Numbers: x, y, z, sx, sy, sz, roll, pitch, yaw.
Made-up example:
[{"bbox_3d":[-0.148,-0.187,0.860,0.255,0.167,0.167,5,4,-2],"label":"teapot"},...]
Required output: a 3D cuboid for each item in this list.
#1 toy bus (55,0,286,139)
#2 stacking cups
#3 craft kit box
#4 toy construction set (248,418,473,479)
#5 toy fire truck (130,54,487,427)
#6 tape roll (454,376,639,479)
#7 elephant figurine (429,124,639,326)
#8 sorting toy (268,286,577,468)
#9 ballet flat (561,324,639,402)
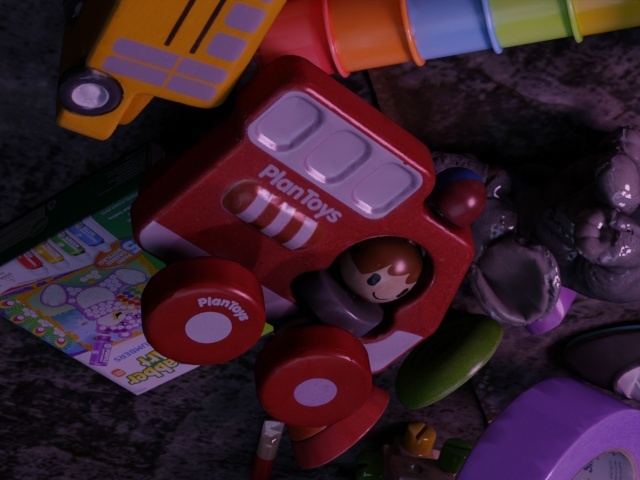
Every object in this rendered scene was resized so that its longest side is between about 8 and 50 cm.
[{"bbox_3d":[-0.093,-0.207,1.236,0.130,0.108,0.332,14,139,-22],"label":"toy bus"},{"bbox_3d":[0.105,-0.176,1.301,0.316,0.096,0.096,-12,141,15],"label":"stacking cups"},{"bbox_3d":[-0.168,0.036,1.590,0.250,0.061,0.247,-27,138,29],"label":"craft kit box"},{"bbox_3d":[0.072,0.269,1.814,0.309,0.257,0.237,19,124,9],"label":"toy construction set"},{"bbox_3d":[0.000,0.000,1.389,0.302,0.169,0.254,32,123,-32],"label":"toy fire truck"},{"bbox_3d":[0.236,0.281,1.713,0.090,0.275,0.275,25,158,37],"label":"tape roll"},{"bbox_3d":[0.181,-0.014,1.483,0.239,0.186,0.169,-9,176,25],"label":"elephant figurine"},{"bbox_3d":[0.078,0.093,1.662,0.365,0.127,0.126,-33,103,30],"label":"sorting toy"},{"bbox_3d":[0.389,0.131,1.698,0.281,0.096,0.095,-8,143,8],"label":"ballet flat"}]
